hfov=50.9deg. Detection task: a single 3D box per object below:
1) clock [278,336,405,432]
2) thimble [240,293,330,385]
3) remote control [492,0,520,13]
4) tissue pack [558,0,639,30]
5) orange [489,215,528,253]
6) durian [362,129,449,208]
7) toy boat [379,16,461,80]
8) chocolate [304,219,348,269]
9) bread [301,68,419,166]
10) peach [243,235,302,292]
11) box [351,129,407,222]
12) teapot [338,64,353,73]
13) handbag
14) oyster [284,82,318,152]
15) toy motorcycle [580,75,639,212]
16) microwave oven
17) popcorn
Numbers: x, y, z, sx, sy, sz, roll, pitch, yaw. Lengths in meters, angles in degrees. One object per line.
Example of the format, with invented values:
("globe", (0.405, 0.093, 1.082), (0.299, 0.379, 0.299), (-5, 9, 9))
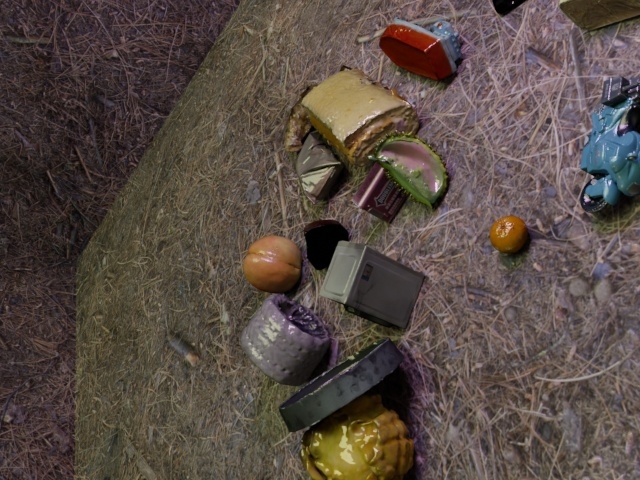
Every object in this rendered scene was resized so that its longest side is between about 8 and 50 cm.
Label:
("clock", (0.044, 0.322, 1.514), (0.312, 0.312, 0.061), (-37, 84, 37))
("thimble", (-0.093, 0.262, 1.812), (0.157, 0.217, 0.245), (-54, 18, 10))
("remote control", (0.505, -0.788, 1.797), (0.144, 0.062, 0.399), (-27, 48, 43))
("tissue pack", (0.625, -0.594, 1.435), (0.159, 0.125, 0.234), (1, 69, 55))
("orange", (0.397, -0.013, 1.421), (0.083, 0.070, 0.083), (-30, 45, 35))
("durian", (0.224, -0.188, 1.688), (0.137, 0.220, 0.095), (-53, 11, -5))
("toy boat", (0.282, -0.566, 1.906), (0.133, 0.145, 0.332), (-40, 36, -4))
("chocolate", (0.000, 0.000, 1.949), (0.149, 0.125, 0.080), (-60, 16, 15))
("bread", (0.112, -0.373, 1.960), (0.236, 0.165, 0.375), (-33, 34, -1))
("peach", (-0.148, 0.071, 2.047), (0.184, 0.184, 0.184), (-33, 44, 39))
("box", (0.190, -0.167, 1.778), (0.224, 0.120, 0.069), (-59, 29, 12))
("teapot", (0.091, -0.530, 2.210), (0.068, 0.076, 0.121), (-62, 4, 20))
("handbag", (-0.007, -0.241, 2.110), (0.183, 0.117, 0.270), (-57, 29, 21))
("oyster", (-0.069, -0.455, 2.376), (0.166, 0.094, 0.294), (-46, 30, 41))
("toy motorcycle", (0.569, -0.187, 1.252), (0.182, 0.123, 0.272), (-18, 54, 62))
("microwave oven", (0.120, 0.106, 1.611), (0.129, 0.205, 0.163), (14, 79, 57))
("popcorn", (0.085, 0.445, 1.452), (0.250, 0.190, 0.250), (-19, 49, 24))
